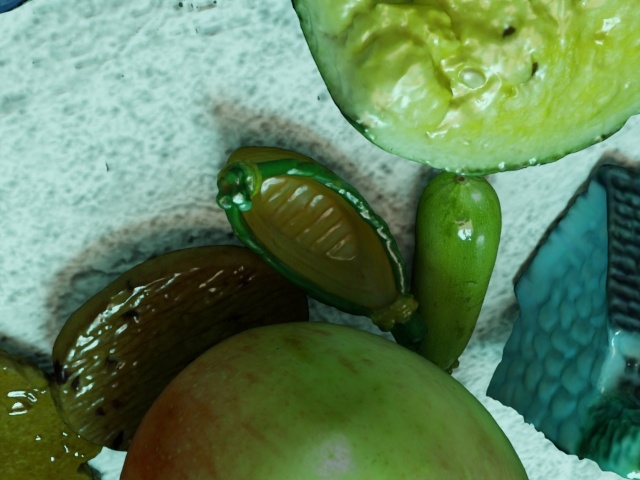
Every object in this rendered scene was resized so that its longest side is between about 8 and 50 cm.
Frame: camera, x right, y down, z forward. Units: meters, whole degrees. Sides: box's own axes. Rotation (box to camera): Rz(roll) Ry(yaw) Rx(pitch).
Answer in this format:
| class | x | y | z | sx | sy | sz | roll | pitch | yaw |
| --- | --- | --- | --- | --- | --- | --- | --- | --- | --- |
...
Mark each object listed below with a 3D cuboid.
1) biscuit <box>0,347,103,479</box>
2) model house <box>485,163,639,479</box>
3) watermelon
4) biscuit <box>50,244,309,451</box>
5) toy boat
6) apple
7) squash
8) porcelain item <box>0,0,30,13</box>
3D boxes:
| class | x | y | z | sx | sy | sz | roll | pitch | yaw |
| --- | --- | --- | --- | --- | --- | --- | --- | --- | --- |
| biscuit | -0.287 | 0.163 | 1.312 | 0.208 | 0.041 | 0.290 | -42 | 132 | 19 |
| model house | 0.315 | 0.071 | 1.306 | 0.261 | 0.226 | 0.241 | 14 | 95 | -27 |
| watermelon | 0.116 | -0.222 | 1.002 | 0.331 | 0.189 | 0.330 | -19 | 139 | -18 |
| biscuit | -0.107 | 0.083 | 1.279 | 0.212 | 0.036 | 0.212 | -17 | 136 | -17 |
| toy boat | 0.000 | 0.000 | 1.220 | 0.089 | 0.088 | 0.229 | -39 | 128 | 17 |
| apple | -0.003 | 0.216 | 1.222 | 0.319 | 0.277 | 0.319 | -24 | 137 | -24 |
| squash | 0.102 | 0.028 | 1.286 | 0.066 | 0.066 | 0.201 | -5 | 131 | -11 |
| porcelain item | -0.262 | -0.239 | 0.921 | 0.186 | 0.138 | 0.288 | -16 | 131 | 13 |
